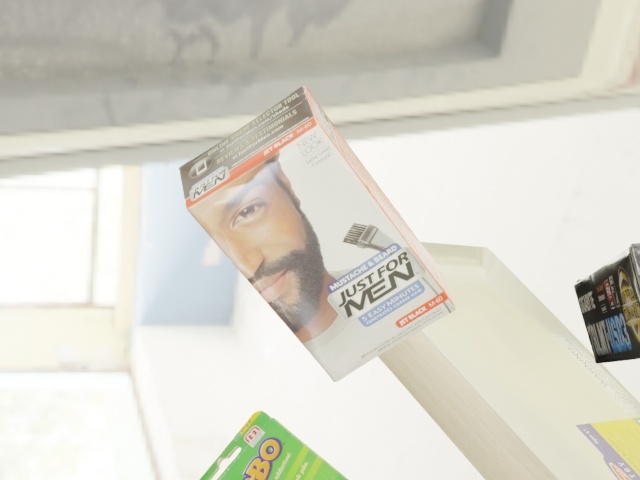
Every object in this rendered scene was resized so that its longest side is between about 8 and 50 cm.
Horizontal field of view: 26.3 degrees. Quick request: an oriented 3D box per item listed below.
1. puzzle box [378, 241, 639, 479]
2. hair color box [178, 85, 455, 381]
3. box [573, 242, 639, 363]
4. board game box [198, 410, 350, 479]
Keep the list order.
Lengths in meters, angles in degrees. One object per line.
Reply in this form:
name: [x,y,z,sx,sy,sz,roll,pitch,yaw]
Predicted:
puzzle box: [0.196,0.151,1.202,0.409,0.272,0.052,49,-66,29]
hair color box: [0.000,0.000,0.830,0.167,0.093,0.053,51,12,-32]
box: [0.320,0.009,0.851,0.295,0.293,0.073,51,26,-81]
board game box: [-0.017,0.253,1.184,0.124,0.039,0.259,-50,-136,-8]
